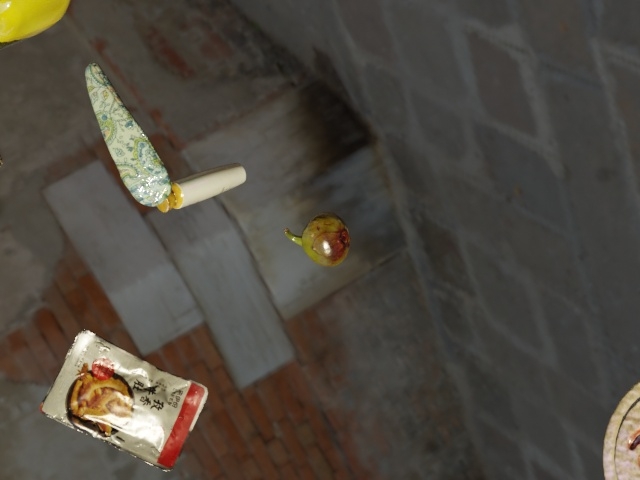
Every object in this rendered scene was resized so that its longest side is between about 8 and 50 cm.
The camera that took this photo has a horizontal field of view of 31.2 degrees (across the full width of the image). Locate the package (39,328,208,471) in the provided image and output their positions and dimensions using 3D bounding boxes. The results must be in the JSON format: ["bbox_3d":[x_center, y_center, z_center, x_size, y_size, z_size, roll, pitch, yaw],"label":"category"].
[{"bbox_3d":[-0.316,0.259,1.865,0.239,0.154,0.030,26,176,-9],"label":"package"}]

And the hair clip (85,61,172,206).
[{"bbox_3d":[-0.284,-0.154,1.656,0.229,0.066,0.036,63,-165,-1],"label":"hair clip"}]

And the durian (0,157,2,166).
[{"bbox_3d":[-0.338,-0.071,1.073,0.091,0.080,0.080,37,159,20],"label":"durian"}]

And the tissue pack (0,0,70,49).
[{"bbox_3d":[-0.343,-0.296,1.194,0.127,0.123,0.178,-25,99,47],"label":"tissue pack"}]

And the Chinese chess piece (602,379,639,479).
[{"bbox_3d":[0.507,0.296,1.526,0.270,0.112,0.269,-7,81,53],"label":"Chinese chess piece"}]

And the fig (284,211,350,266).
[{"bbox_3d":[0.000,0.000,1.828,0.098,0.082,0.084,-4,154,37],"label":"fig"}]

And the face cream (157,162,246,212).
[{"bbox_3d":[-0.223,-0.100,2.136,0.072,0.182,0.051,-30,83,55],"label":"face cream"}]
